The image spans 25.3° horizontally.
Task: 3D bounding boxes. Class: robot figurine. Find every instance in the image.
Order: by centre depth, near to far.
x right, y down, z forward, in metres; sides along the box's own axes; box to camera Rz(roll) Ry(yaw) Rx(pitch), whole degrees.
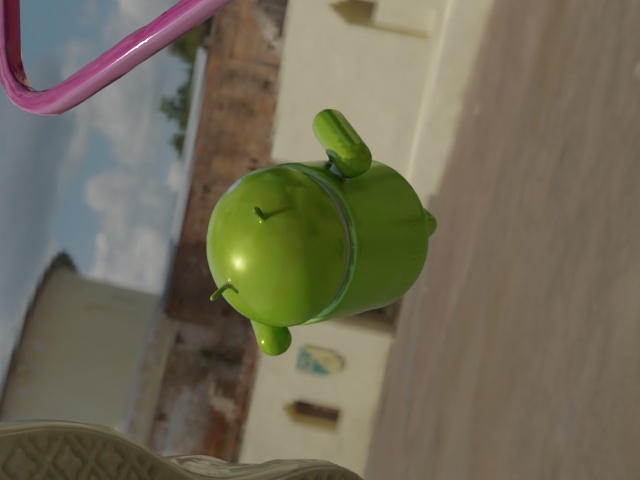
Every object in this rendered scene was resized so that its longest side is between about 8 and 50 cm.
[{"bbox_3d":[0.000,0.000,0.595,0.115,0.067,0.101,-9,-50,-53],"label":"robot figurine"}]

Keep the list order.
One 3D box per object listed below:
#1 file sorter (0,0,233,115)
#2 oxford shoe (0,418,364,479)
[{"bbox_3d":[-0.129,-0.163,0.289,0.202,0.290,0.182,-26,60,40],"label":"file sorter"},{"bbox_3d":[-0.121,0.196,0.852,0.449,0.130,0.169,14,-108,-57],"label":"oxford shoe"}]
